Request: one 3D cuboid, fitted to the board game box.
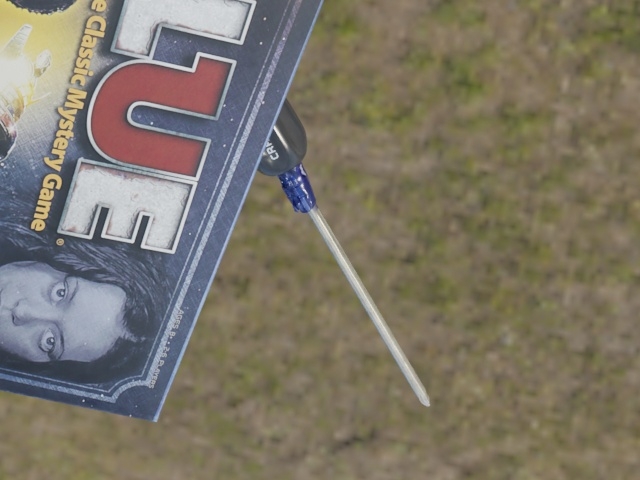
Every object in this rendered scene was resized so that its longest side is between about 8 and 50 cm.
[{"bbox_3d":[-0.081,-0.079,0.488,0.165,0.042,0.243,14,114,-19],"label":"board game box"}]

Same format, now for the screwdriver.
[{"bbox_3d":[0.000,0.000,0.695,0.024,0.025,0.170,25,146,57],"label":"screwdriver"}]
